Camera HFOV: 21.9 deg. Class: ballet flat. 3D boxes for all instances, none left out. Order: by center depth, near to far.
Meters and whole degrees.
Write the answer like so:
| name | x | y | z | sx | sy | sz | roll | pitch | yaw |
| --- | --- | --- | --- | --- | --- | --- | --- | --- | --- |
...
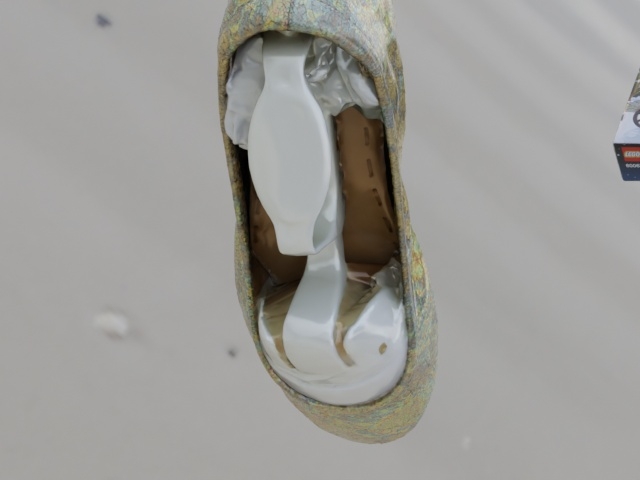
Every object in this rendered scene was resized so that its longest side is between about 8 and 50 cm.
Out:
| name | x | y | z | sx | sy | sz | roll | pitch | yaw |
| --- | --- | --- | --- | --- | --- | --- | --- | --- | --- |
| ballet flat | 0.000 | 0.000 | 0.938 | 0.123 | 0.349 | 0.123 | -5 | 31 | 3 |

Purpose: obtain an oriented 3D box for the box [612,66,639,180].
| name | x | y | z | sx | sy | sz | roll | pitch | yaw |
| --- | --- | --- | --- | --- | --- | --- | --- | --- | --- |
| box | 0.364 | -0.114 | 1.301 | 0.159 | 0.233 | 0.044 | -65 | 145 | -37 |
